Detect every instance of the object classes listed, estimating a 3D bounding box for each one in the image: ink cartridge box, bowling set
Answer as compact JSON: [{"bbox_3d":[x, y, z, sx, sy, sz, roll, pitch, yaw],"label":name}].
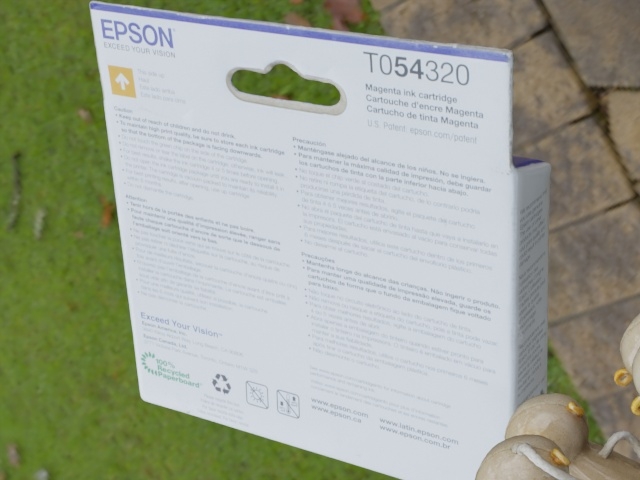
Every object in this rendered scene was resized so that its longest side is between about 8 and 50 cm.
[{"bbox_3d":[0.000,0.000,0.912,0.324,0.071,0.330,13,119,30],"label":"ink cartridge box"},{"bbox_3d":[0.159,0.107,0.670,0.154,0.200,0.287,37,126,-7],"label":"bowling set"}]
